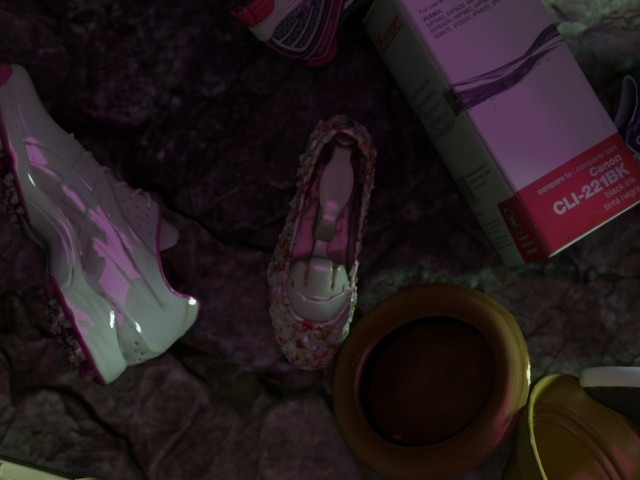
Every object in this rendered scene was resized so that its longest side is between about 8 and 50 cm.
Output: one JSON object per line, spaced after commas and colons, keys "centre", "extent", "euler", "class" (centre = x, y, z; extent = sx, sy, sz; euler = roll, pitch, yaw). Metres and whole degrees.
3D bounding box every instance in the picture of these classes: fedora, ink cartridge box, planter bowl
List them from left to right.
{"centre": [0.108, 0.133, 1.585], "extent": [0.194, 0.079, 0.194], "euler": [-6, 76, 25], "class": "fedora"}
{"centre": [0.161, -0.123, 1.559], "extent": [0.114, 0.197, 0.273], "euler": [-31, 89, -6], "class": "ink cartridge box"}
{"centre": [0.228, 0.236, 1.572], "extent": [0.090, 0.217, 0.217], "euler": [-37, 89, 30], "class": "planter bowl"}

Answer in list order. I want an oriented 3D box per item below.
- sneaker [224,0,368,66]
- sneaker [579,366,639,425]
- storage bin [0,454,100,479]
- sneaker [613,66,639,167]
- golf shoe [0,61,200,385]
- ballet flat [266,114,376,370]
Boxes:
{"centre": [0.033, -0.300, 1.615], "extent": [0.112, 0.121, 0.299], "euler": [41, 84, -30], "class": "sneaker"}
{"centre": [0.364, 0.211, 1.592], "extent": [0.295, 0.104, 0.147], "euler": [18, 81, -9], "class": "sneaker"}
{"centre": [-0.333, 0.230, 1.482], "extent": [0.262, 0.260, 0.123], "euler": [16, 82, -2], "class": "storage bin"}
{"centre": [0.352, -0.038, 1.612], "extent": [0.153, 0.099, 0.282], "euler": [-6, 80, -8], "class": "sneaker"}
{"centre": [-0.213, -0.027, 1.587], "extent": [0.140, 0.115, 0.306], "euler": [-22, 95, -15], "class": "golf shoe"}
{"centre": [0.000, 0.000, 1.603], "extent": [0.091, 0.077, 0.241], "euler": [7, 87, -4], "class": "ballet flat"}
